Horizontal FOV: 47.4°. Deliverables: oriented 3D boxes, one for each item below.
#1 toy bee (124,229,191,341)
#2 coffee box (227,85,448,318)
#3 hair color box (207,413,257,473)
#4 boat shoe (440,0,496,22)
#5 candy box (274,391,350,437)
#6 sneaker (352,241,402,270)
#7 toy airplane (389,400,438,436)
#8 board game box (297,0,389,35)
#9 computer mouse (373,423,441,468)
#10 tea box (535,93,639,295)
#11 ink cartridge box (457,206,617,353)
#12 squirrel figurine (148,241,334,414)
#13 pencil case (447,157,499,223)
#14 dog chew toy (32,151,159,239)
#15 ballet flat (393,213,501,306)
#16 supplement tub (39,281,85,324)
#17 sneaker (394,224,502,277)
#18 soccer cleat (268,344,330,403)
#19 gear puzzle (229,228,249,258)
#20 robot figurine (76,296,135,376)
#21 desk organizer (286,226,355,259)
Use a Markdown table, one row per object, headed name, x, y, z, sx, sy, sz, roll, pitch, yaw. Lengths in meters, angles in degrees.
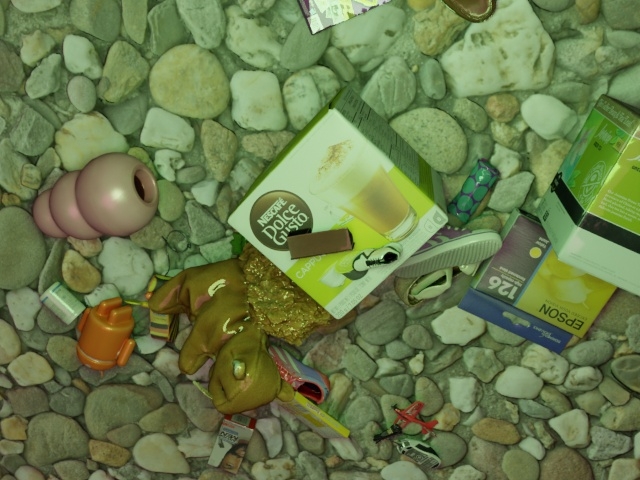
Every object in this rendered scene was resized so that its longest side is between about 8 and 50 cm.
| name | x | y | z | sx | sy | sz | roll | pitch | yaw |
| --- | --- | --- | --- | --- | --- | --- | --- | --- | --- |
| toy bee | -0.419 | 0.147 | 1.893 | 0.195 | 0.162 | 0.298 | -9 | 109 | 13 |
| coffee box | 0.047 | -0.098 | 1.644 | 0.334 | 0.338 | 0.337 | 43 | 109 | -9 |
| hair color box | -0.252 | 0.576 | 2.087 | 0.093 | 0.053 | 0.167 | 20 | 113 | -1 |
| boat shoe | 0.268 | -0.590 | 1.558 | 0.111 | 0.104 | 0.307 | -37 | 102 | 18 |
| candy box | -0.025 | 0.476 | 1.985 | 0.206 | 0.027 | 0.105 | 41 | 148 | -22 |
| sneaker | 0.113 | 0.036 | 1.481 | 0.109 | 0.043 | 0.040 | -24 | 109 | 17 |
| toy airplane | 0.258 | 0.491 | 2.000 | 0.151 | 0.028 | 0.151 | 7 | 121 | 12 |
| board game box | 0.007 | -0.655 | 1.601 | 0.208 | 0.056 | 0.346 | -19 | 107 | 18 |
| computer mouse | 0.249 | 0.569 | 2.021 | 0.193 | 0.042 | 0.106 | 31 | 133 | -9 |
| tea box | 0.654 | -0.107 | 1.568 | 0.220 | 0.329 | 0.323 | 25 | 110 | -2 |
| ink cartridge box | 0.545 | 0.115 | 1.806 | 0.304 | 0.072 | 0.307 | 24 | 109 | -2 |
| squirrel figurine | -0.159 | 0.200 | 1.694 | 0.397 | 0.370 | 0.281 | -40 | 126 | 8 |
| pencil case | 0.362 | -0.118 | 1.740 | 0.065 | 0.070 | 0.151 | 25 | 112 | -17 |
| dog chew toy | -0.569 | -0.094 | 1.809 | 0.332 | 0.206 | 0.206 | -14 | 108 | 21 |
| ballet flat | 0.321 | 0.063 | 1.789 | 0.316 | 0.106 | 0.108 | -40 | 123 | 20 |
| supplement tub | -0.702 | 0.170 | 1.985 | 0.071 | 0.071 | 0.107 | -40 | 101 | 19 |
| sneaker | 0.290 | -0.020 | 1.722 | 0.282 | 0.161 | 0.102 | -15 | 148 | 35 |
| soccer cleat | -0.087 | 0.355 | 1.961 | 0.248 | 0.095 | 0.083 | 28 | 111 | -4 |
| gear puzzle | -0.152 | 0.046 | 1.881 | 0.176 | 0.044 | 0.338 | 10 | 111 | 4 |
| robot figurine | -0.580 | 0.260 | 1.971 | 0.158 | 0.128 | 0.219 | 21 | 112 | -15 |
| desk organizer | 0.000 | 0.000 | 1.480 | 0.130 | 0.047 | 0.050 | -9 | 107 | 11 |
